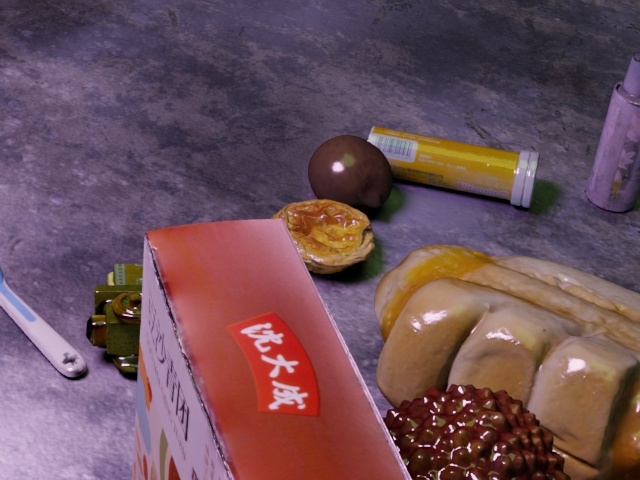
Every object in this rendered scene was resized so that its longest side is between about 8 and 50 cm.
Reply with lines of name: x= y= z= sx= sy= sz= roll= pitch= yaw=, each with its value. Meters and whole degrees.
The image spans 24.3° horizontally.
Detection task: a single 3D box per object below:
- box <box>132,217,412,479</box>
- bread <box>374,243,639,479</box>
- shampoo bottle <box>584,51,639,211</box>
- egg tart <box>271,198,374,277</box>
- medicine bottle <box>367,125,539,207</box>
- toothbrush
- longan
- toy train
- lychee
box: x=-0.053 y=0.239 z=1.145 sx=0.122 sy=0.385 sz=0.344 roll=-6 pitch=38 yaw=-18
bread: x=0.202 y=0.140 z=1.470 sx=0.341 sy=0.210 sz=0.300 roll=22 pitch=18 yaw=17
shampoo bottle: x=0.388 y=-0.137 z=1.869 sx=0.072 sy=0.214 sz=0.072 roll=5 pitch=37 yaw=-4
egg tart: x=0.000 y=0.000 z=1.755 sx=0.130 sy=0.052 sz=0.130 roll=6 pitch=37 yaw=-5
medicine bottle: x=0.167 y=-0.098 z=1.899 sx=0.218 sy=0.074 sz=0.074 roll=12 pitch=37 yaw=8
toothbrush: x=-0.373 y=0.032 z=1.658 sx=0.040 sy=0.040 sz=0.386 roll=-23 pitch=47 yaw=-34
longan: x=0.039 y=-0.078 z=1.834 sx=0.113 sy=0.092 sz=0.113 roll=23 pitch=34 yaw=-17
toy train: x=-0.139 y=0.075 z=1.606 sx=0.226 sy=0.090 sz=0.137 roll=0 pitch=30 yaw=-10
lychee: x=0.110 y=0.249 z=1.265 sx=0.271 sy=0.271 sz=0.271 roll=5 pitch=37 yaw=-4
